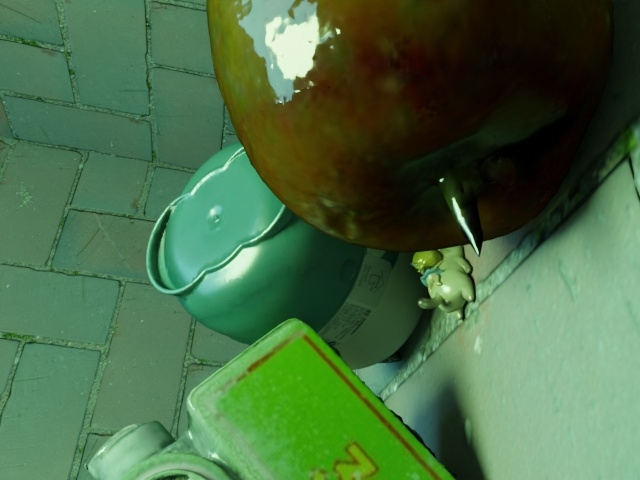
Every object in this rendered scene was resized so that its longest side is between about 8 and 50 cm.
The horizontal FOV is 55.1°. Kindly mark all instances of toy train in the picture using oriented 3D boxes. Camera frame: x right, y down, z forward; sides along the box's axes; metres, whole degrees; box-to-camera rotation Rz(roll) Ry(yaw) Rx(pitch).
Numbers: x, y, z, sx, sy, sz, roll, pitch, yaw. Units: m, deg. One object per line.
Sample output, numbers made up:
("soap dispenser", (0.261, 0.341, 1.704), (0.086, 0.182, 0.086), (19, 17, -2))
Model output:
("toy train", (-0.021, 0.236, 0.473), (0.307, 0.248, 0.173), (44, 146, 20))

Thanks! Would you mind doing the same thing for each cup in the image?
("cup", (0.000, 0.000, 0.660), (0.289, 0.257, 0.219), (-33, 55, 24))

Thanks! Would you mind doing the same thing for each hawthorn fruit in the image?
("hawthorn fruit", (0.061, -0.114, 0.426), (0.268, 0.267, 0.301), (114, 148, -61))

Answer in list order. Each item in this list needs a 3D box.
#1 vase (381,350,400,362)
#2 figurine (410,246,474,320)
("vase", (0.077, 0.100, 0.762), (0.053, 0.053, 0.101), (121, 152, -69))
("figurine", (0.114, 0.033, 0.585), (0.083, 0.050, 0.047), (-91, 18, -50))
